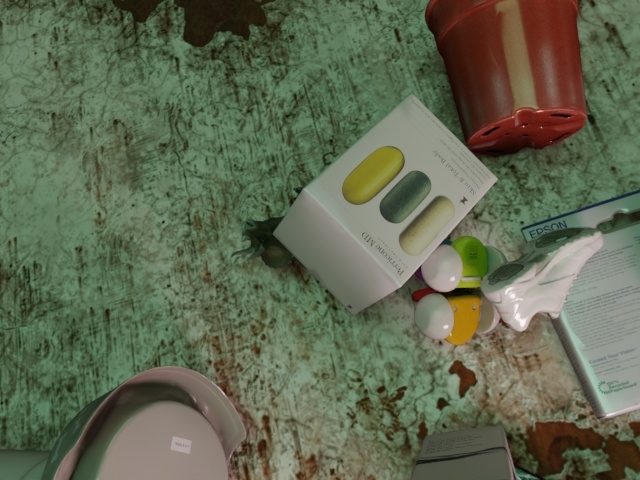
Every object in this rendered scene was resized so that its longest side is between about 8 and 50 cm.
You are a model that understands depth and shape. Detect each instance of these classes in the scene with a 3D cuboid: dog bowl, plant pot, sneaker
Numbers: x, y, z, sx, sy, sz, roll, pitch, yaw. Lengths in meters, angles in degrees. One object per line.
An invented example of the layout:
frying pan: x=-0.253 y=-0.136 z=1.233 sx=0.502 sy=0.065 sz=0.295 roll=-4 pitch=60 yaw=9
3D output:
dog bowl: x=-0.250 y=0.370 z=0.850 sx=0.102 sy=0.349 sz=0.348 roll=-18 pitch=67 yaw=31
plant pot: x=0.341 y=-0.308 z=1.013 sx=0.273 sy=0.272 sz=0.264 roll=-8 pitch=79 yaw=8
sneaker: x=0.362 y=0.061 z=0.905 sx=0.232 sy=0.090 sz=0.115 roll=-30 pitch=104 yaw=-15

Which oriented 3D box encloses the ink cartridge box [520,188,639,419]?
ink cartridge box: x=0.542 y=0.084 z=0.932 sx=0.324 sy=0.071 sz=0.329 roll=-18 pitch=66 yaw=4

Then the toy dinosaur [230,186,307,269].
toy dinosaur: x=0.000 y=0.000 z=1.048 sx=0.314 sy=0.121 sz=0.160 roll=16 pitch=78 yaw=-16

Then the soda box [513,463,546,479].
soda box: x=0.292 y=0.372 z=0.883 sx=0.169 sy=0.060 sz=0.053 roll=23 pitch=81 yaw=17

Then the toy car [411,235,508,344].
toy car: x=0.216 y=0.076 z=0.960 sx=0.136 sy=0.159 sz=0.181 roll=22 pitch=109 yaw=57

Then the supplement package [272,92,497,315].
supplement package: x=0.099 y=-0.053 z=0.924 sx=0.199 sy=0.198 sz=0.263 roll=45 pitch=64 yaw=1

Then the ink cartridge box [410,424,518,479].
ink cartridge box: x=0.201 y=0.387 z=0.716 sx=0.129 sy=0.307 sz=0.223 roll=-15 pitch=83 yaw=14

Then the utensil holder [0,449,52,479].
utensil holder: x=-0.546 y=0.484 z=0.865 sx=0.386 sy=0.327 sz=0.327 roll=-3 pitch=71 yaw=12
